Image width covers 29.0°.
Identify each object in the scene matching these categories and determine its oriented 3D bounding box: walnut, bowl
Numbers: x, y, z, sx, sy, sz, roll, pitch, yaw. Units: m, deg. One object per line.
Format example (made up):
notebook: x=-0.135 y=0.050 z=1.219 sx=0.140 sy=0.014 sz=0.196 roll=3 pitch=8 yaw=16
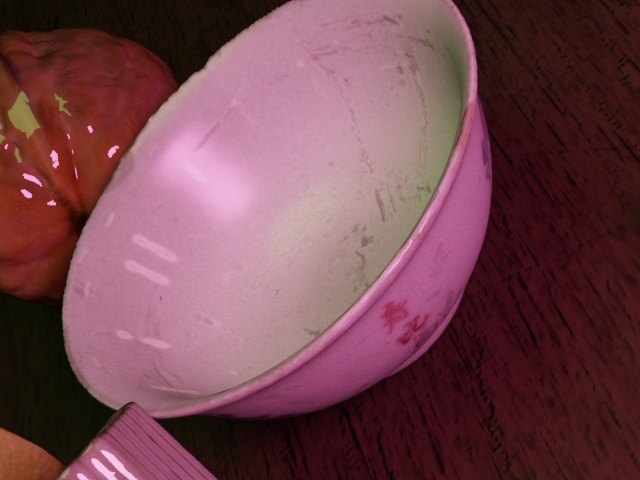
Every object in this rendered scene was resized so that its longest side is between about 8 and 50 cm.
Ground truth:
walnut: x=-0.276 y=-0.093 z=1.373 sx=0.306 sy=0.306 sz=0.344 roll=-40 pitch=39 yaw=12
bowl: x=0.000 y=0.000 z=1.059 sx=0.435 sy=0.196 sz=0.435 roll=-28 pitch=41 yaw=27

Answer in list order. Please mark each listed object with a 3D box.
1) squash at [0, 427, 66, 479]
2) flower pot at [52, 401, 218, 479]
squash: x=-0.331 y=0.352 z=1.076 sx=0.233 sy=0.210 sz=0.309 roll=-36 pitch=31 yaw=38
flower pot: x=-0.144 y=0.254 z=0.851 sx=0.209 sy=0.189 sz=0.239 roll=-46 pitch=3 yaw=4
